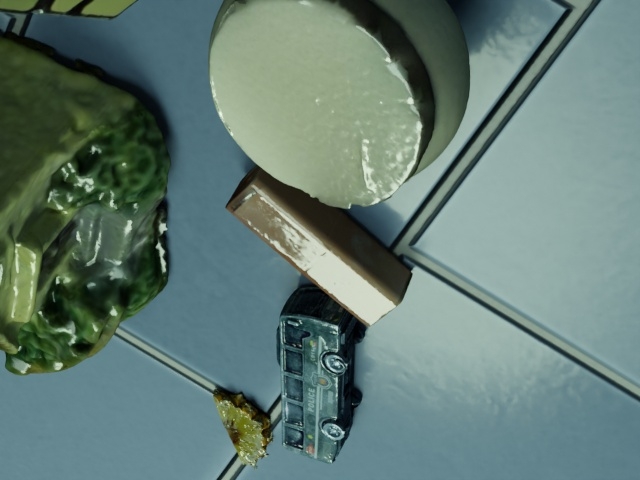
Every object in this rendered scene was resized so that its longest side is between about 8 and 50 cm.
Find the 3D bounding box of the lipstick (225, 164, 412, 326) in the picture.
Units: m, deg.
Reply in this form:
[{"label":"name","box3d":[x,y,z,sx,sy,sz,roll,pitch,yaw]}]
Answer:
[{"label":"lipstick","box3d":[0.000,0.000,1.020,0.145,0.045,0.045,40,129,-13]}]

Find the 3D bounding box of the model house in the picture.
[{"label":"model house","box3d":[-0.284,0.029,1.015,0.261,0.266,0.321,24,132,8]}]

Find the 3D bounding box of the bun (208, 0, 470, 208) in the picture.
[{"label":"bun","box3d":[0.017,-0.117,0.870,0.172,0.120,0.173,16,132,19]}]

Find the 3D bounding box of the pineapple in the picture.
[{"label":"pineapple","box3d":[-0.064,0.166,1.193,0.045,0.019,0.083,-2,123,27]}]

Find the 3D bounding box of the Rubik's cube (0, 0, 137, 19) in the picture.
[{"label":"Rubik's cube","box3d":[-0.163,-0.273,0.723,0.264,0.319,0.319,-6,128,-6]}]

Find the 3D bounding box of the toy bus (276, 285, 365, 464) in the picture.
[{"label":"toy bus","box3d":[-0.002,0.111,1.107,0.065,0.047,0.166,14,131,16]}]
